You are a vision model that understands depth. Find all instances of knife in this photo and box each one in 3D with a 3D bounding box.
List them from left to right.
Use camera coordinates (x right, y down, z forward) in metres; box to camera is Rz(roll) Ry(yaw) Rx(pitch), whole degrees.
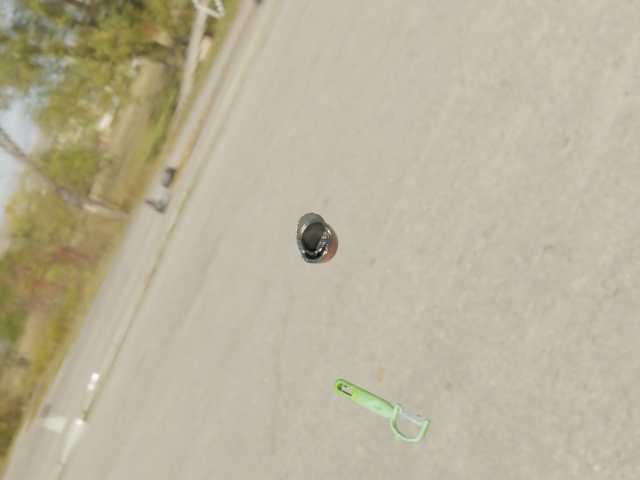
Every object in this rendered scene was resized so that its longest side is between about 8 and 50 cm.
[{"bbox_3d":[0.086,0.260,1.758,0.212,0.015,0.054,22,95,49],"label":"knife"}]

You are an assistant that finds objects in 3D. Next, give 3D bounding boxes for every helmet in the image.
[{"bbox_3d":[0.000,-0.001,1.819,0.065,0.049,0.084,-28,66,33],"label":"helmet"}]
